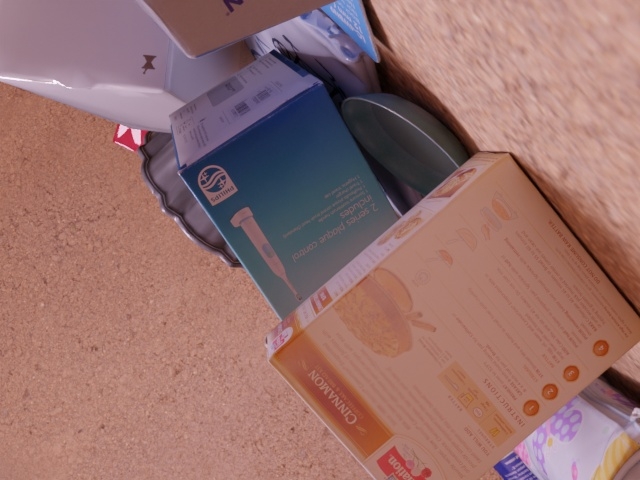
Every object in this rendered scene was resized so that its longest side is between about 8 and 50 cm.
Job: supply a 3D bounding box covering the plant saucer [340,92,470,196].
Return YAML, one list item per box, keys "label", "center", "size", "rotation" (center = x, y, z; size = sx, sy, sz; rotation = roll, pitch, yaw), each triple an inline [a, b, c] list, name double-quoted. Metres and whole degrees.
- label: "plant saucer"
  center: [0.068, -0.069, 0.570]
  size: [0.119, 0.021, 0.119]
  rotation: [38, 170, 8]

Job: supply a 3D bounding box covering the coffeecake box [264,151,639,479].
- label: "coffeecake box"
  center: [0.081, 0.058, 0.495]
  size: [0.142, 0.185, 0.068]
  rotation: [49, 180, -8]

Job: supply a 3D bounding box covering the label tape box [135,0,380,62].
- label: "label tape box"
  center: [-0.119, -0.230, 0.429]
  size: [0.249, 0.115, 0.348]
  rotation: [50, 179, 29]

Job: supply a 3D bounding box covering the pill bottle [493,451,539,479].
- label: "pill bottle"
  center: [0.375, 0.362, 1.245]
  size: [0.265, 0.153, 0.153]
  rotation: [49, -179, 10]

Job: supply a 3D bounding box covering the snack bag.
- label: "snack bag"
  center: [-0.011, -0.169, 0.762]
  size: [0.323, 0.037, 0.342]
  rotation: [49, 177, 31]

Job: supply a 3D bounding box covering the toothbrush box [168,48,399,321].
- label: "toothbrush box"
  center: [0.000, 0.000, 0.699]
  size: [0.296, 0.126, 0.216]
  rotation: [59, 179, -22]

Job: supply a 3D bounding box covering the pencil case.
- label: "pencil case"
  center: [0.229, 0.170, 0.667]
  size: [0.124, 0.113, 0.273]
  rotation: [63, 178, -8]

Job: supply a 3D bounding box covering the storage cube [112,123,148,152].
- label: "storage cube"
  center: [-0.256, -0.262, 1.500]
  size: [0.214, 0.193, 0.184]
  rotation: [24, -152, -3]

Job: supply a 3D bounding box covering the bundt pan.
- label: "bundt pan"
  center: [-0.115, -0.104, 1.247]
  size: [0.330, 0.124, 0.331]
  rotation: [34, -153, -19]

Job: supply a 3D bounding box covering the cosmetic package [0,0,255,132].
- label: "cosmetic package"
  center: [-0.206, -0.222, 0.953]
  size: [0.196, 0.155, 0.365]
  rotation: [7, 180, 7]
